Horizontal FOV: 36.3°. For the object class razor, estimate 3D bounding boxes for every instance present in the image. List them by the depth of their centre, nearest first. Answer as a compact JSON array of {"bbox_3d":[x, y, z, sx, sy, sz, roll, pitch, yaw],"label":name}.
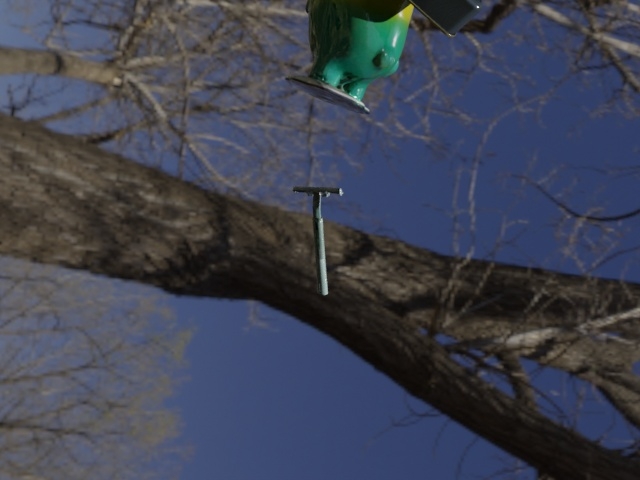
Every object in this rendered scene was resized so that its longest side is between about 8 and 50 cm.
[{"bbox_3d":[-0.001,0.004,1.708,0.036,0.084,0.211,-65,155,-62],"label":"razor"}]

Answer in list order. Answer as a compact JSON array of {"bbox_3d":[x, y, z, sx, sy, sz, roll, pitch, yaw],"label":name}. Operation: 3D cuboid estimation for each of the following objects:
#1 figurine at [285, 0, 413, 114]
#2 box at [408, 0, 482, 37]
[{"bbox_3d":[0.080,-0.452,2.026,0.232,0.324,0.339,22,-87,39],"label":"figurine"},{"bbox_3d":[0.224,-0.510,1.897,0.090,0.201,0.144,-38,-153,34],"label":"box"}]
